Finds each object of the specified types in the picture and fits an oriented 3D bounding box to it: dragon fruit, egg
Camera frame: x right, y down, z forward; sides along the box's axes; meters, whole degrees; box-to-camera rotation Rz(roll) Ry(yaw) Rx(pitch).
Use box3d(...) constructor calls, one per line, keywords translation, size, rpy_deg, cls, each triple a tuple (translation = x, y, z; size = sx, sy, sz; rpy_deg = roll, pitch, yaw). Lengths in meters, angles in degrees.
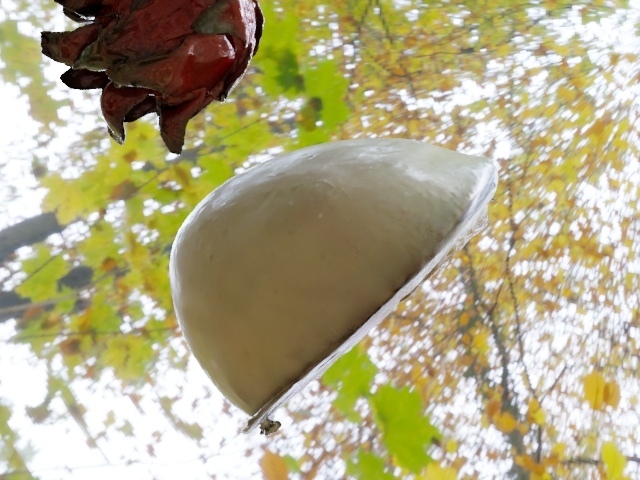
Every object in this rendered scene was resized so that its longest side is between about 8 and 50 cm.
box3d(translation=(-0.110, -0.146, 0.774), size=(0.130, 0.142, 0.121), rpy_deg=(22, -32, 27), cls="dragon fruit")
box3d(translation=(-0.002, 0.001, 0.877), size=(0.286, 0.264, 0.174), rpy_deg=(-42, -92, 12), cls="egg")
